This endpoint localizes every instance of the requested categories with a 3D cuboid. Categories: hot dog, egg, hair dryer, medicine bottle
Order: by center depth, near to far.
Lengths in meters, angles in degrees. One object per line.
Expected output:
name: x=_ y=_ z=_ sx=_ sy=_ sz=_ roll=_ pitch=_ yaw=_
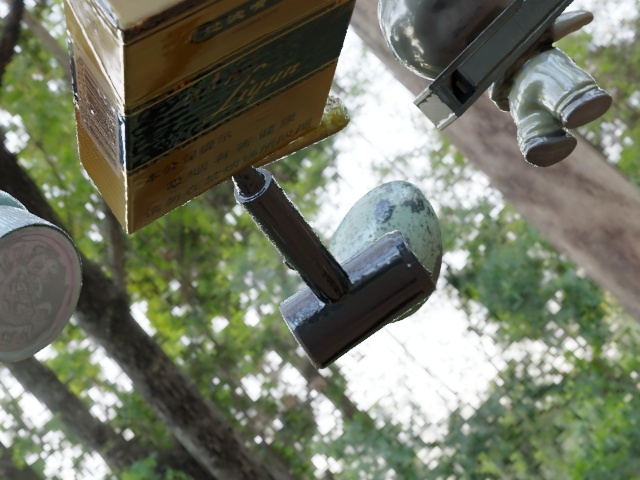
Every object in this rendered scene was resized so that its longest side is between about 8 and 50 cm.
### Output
hair dryer: x=0.000 y=0.000 z=0.985 sx=0.128 sy=0.070 sz=0.255 roll=-33 pitch=-41 yaw=2
medicine bottle: x=-0.324 y=0.011 z=1.045 sx=0.139 sy=0.225 sz=0.139 roll=-27 pitch=-53 yaw=-43
egg: x=0.076 y=0.014 z=1.401 sx=0.132 sy=0.132 sz=0.172 roll=-6 pitch=-66 yaw=-56
hot dog: x=-0.096 y=-0.136 z=1.735 sx=0.289 sy=0.068 sz=0.083 roll=-22 pitch=17 yaw=8

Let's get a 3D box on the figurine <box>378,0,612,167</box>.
figurine: x=0.209 y=-0.263 z=1.548 sx=0.203 sy=0.381 sz=0.248 roll=-25 pitch=-29 yaw=-21

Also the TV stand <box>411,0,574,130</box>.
TV stand: x=0.189 y=-0.205 z=1.160 sx=0.256 sy=0.040 sz=0.049 roll=-45 pitch=3 yaw=-21

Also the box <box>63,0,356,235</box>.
box: x=-0.061 y=-0.107 z=0.676 sx=0.152 sy=0.070 sz=0.237 roll=-31 pitch=-13 yaw=-20
